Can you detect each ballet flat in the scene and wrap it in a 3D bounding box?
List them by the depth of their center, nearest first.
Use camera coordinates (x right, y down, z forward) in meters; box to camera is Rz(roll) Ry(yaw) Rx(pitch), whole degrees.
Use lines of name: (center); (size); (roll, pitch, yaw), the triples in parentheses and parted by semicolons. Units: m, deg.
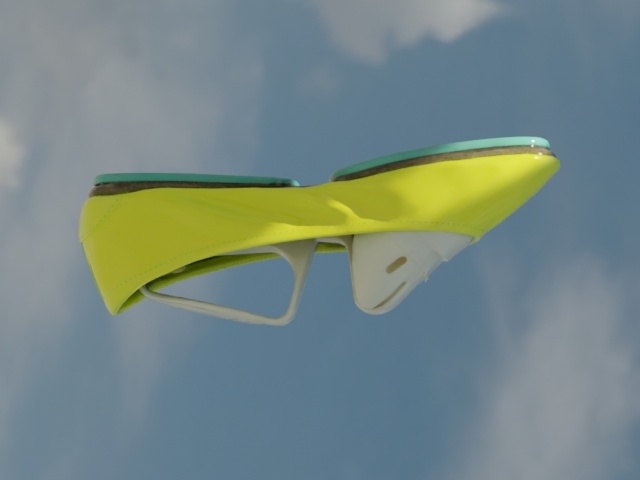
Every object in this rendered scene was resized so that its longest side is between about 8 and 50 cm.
ballet flat: (0.000, 0.000, 0.910); (0.077, 0.231, 0.077); (56, 30, -79)
